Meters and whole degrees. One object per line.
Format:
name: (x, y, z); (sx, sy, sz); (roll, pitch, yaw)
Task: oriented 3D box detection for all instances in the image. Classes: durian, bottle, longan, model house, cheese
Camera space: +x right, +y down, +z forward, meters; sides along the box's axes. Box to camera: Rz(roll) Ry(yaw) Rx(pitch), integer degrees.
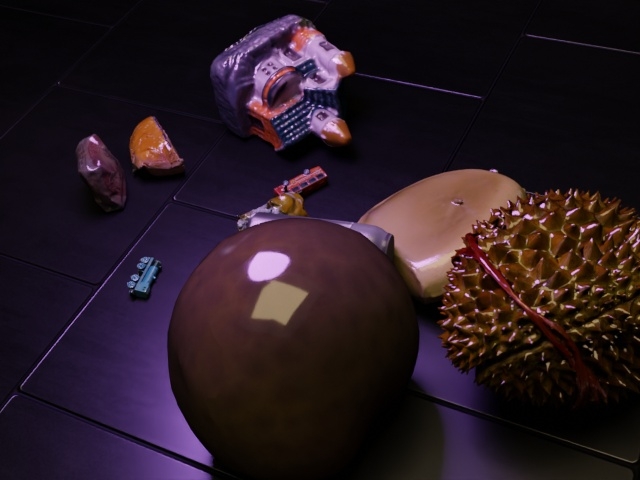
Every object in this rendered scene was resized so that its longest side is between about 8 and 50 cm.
durian: (0.358, 0.092, 1.381); (0.384, 0.348, 0.348); (-15, 45, -22)
bottle: (0.000, 0.000, 1.560); (0.253, 0.080, 0.096); (7, 19, 18)
longan: (-0.041, 0.155, 1.375); (0.404, 0.336, 0.405); (6, 71, -18)
model house: (-0.036, -0.306, 1.906); (0.271, 0.190, 0.301); (-33, 51, -23)
cheese: (0.233, -0.028, 1.638); (0.315, 0.128, 0.259); (-30, 47, -20)

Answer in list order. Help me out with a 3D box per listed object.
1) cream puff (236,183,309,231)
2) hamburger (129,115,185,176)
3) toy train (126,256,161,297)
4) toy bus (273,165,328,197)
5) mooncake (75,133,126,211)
cream puff: (-0.081, -0.015, 1.694); (0.156, 0.156, 0.121); (31, 16, 33)
hamburger: (-0.362, -0.193, 1.923); (0.102, 0.087, 0.176); (-24, 50, -15)
toy train: (-0.329, 0.068, 1.711); (0.045, 0.029, 0.092); (12, 48, 11)
toy bus: (-0.039, -0.109, 1.827); (0.110, 0.031, 0.043); (-30, 56, -19)
mooncake: (-0.444, -0.138, 1.855); (0.073, 0.130, 0.125); (-27, 49, 2)
